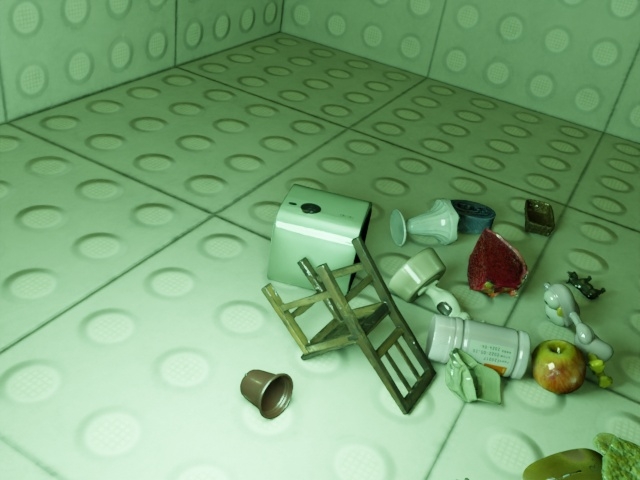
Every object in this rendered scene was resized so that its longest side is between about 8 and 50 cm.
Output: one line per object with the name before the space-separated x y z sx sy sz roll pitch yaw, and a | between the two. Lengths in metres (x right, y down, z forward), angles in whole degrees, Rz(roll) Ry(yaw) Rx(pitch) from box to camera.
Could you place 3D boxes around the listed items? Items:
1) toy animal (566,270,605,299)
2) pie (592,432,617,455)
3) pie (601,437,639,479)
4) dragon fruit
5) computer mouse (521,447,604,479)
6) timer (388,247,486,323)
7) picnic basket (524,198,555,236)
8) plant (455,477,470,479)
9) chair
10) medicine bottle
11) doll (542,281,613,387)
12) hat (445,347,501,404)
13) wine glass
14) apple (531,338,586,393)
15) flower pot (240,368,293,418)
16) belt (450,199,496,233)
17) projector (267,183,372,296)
toy animal | 0.851 0.141 2.108 0.065 0.047 0.135 -19 47 -24
pie | 0.695 0.495 1.554 0.085 0.020 0.084 7 31 -4
pie | 0.700 0.550 1.362 0.257 0.105 0.274 28 33 -5
dragon fruit | 0.555 0.107 2.028 0.161 0.126 0.274 18 42 -5
computer mouse | 0.565 0.530 1.438 0.245 0.056 0.126 -6 36 -20
timer | 0.347 0.171 1.874 0.175 0.175 0.266 -25 65 -41
picnic basket | 0.815 -0.084 2.432 0.110 0.054 0.193 16 33 7
plant | 0.298 0.562 1.254 0.132 0.129 0.194 -6 40 -27
chair | 0.075 0.234 1.666 0.241 0.416 0.203 -23 9 41
medicine bottle | 0.412 0.277 1.708 0.250 0.133 0.133 13 33 2
doll | 0.721 0.242 1.834 0.094 0.160 0.365 -30 37 9
hat | 0.384 0.350 1.634 0.166 0.081 0.122 20 54 -16
wine glass | 0.345 -0.057 2.180 0.197 0.164 0.165 -5 36 -15
apple | 0.622 0.333 1.693 0.147 0.146 0.146 7 33 -4
flower pot | -0.132 0.347 1.506 0.089 0.111 0.111 16 30 38
belt | 0.532 -0.091 2.344 0.190 0.082 0.141 11 28 0
projector | 0.000 0.000 1.915 0.249 0.248 0.248 14 33 7
